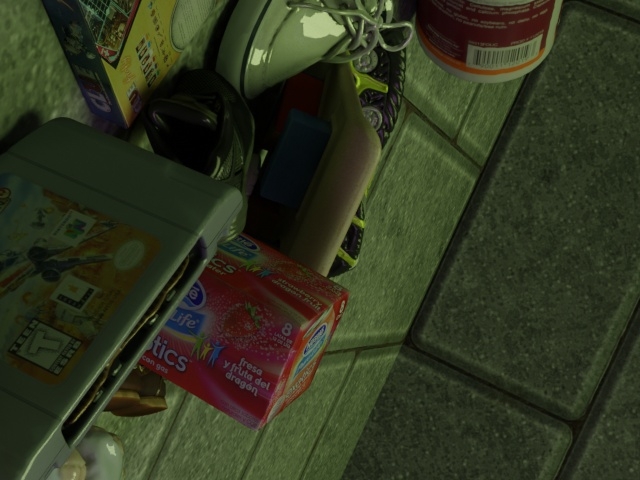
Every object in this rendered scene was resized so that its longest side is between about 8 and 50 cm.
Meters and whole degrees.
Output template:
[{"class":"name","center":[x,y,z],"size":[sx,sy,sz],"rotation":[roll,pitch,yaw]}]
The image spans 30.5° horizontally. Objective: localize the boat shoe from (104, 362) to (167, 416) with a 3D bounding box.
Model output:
[{"class":"boat shoe","center":[-0.229,0.156,1.308],"size":[0.207,0.073,0.073],"rotation":[51,27,-77]}]

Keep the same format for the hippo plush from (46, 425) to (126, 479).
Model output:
[{"class":"hippo plush","center":[-0.232,0.352,1.260],"size":[0.294,0.237,0.234],"rotation":[-37,149,-60]}]

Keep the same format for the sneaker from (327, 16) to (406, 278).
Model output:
[{"class":"sneaker","center":[0.016,-0.141,1.582],"size":[0.147,0.145,0.384],"rotation":[-91,-165,-60]}]

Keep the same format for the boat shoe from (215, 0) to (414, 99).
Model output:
[{"class":"boat shoe","center":[0.031,-0.266,1.319],"size":[0.367,0.157,0.135],"rotation":[-53,161,-38]}]

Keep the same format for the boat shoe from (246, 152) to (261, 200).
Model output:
[{"class":"boat shoe","center":[-0.129,-0.023,1.331],"size":[0.066,0.066,0.183],"rotation":[-120,-129,-73]}]

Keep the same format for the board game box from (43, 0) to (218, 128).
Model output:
[{"class":"board game box","center":[-0.158,-0.224,0.974],"size":[0.165,0.042,0.243],"rotation":[-59,164,-22]}]

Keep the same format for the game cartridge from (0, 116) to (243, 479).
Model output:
[{"class":"game cartridge","center":[-0.217,0.037,0.887],"size":[0.297,0.198,0.062],"rotation":[-57,163,-29]}]

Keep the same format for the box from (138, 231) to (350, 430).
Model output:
[{"class":"box","center":[-0.120,0.054,1.127],"size":[0.128,0.257,0.122],"rotation":[-28,144,-65]}]

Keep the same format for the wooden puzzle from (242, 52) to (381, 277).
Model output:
[{"class":"wooden puzzle","center":[-0.048,-0.047,1.340],"size":[0.348,0.081,0.322],"rotation":[-106,-142,-65]}]

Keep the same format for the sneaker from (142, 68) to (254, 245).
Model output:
[{"class":"sneaker","center":[-0.112,-0.115,1.102],"size":[0.227,0.087,0.130],"rotation":[-92,176,-46]}]

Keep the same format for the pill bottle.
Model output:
[{"class":"pill bottle","center":[0.254,-0.427,1.685],"size":[0.224,0.224,0.392],"rotation":[-58,164,-25]}]

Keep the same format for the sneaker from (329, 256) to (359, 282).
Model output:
[{"class":"sneaker","center":[0.000,0.000,1.791],"size":[0.262,0.099,0.121],"rotation":[-46,150,-69]}]
